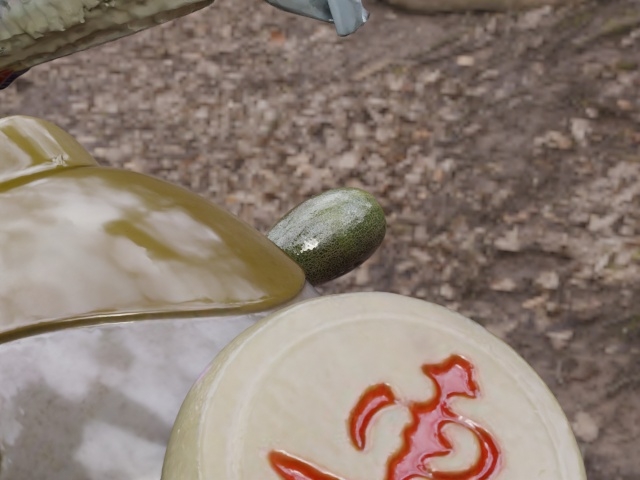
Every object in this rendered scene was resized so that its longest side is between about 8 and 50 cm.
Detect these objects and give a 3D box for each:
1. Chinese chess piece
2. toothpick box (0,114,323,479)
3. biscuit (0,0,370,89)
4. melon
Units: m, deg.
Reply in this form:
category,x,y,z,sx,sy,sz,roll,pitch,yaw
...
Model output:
category,x,y,z,sx,sy,sz,roll,pitch,yaw
Chinese chess piece,0.033,0.147,0.681,0.251,0.097,0.250,7,56,-11
toothpick box,-0.174,0.145,0.972,0.425,0.409,0.409,41,36,24
biscuit,-0.121,-0.127,0.439,0.309,0.186,0.079,-9,14,38
melon,0.000,0.000,1.329,0.162,0.099,0.099,-29,30,-16
